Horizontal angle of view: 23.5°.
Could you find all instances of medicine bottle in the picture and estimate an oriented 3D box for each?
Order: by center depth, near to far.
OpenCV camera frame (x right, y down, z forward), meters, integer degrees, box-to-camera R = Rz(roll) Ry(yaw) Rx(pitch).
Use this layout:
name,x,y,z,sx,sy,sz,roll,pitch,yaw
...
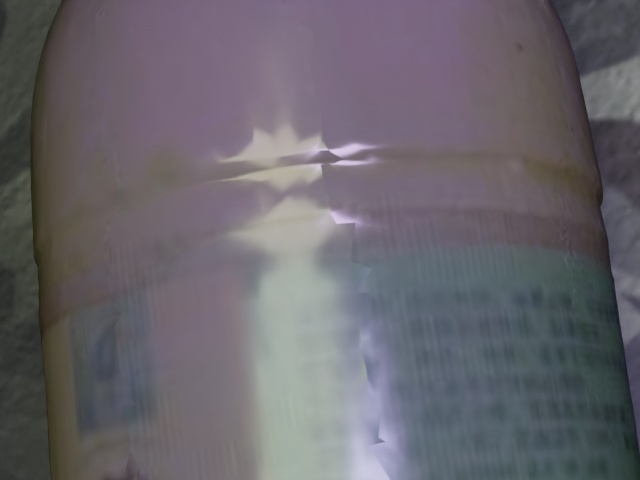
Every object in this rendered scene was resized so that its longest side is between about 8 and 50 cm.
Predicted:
name,x,y,z,sx,sy,sz,roll,pitch,yaw
medicine bottle,0.000,0.000,0.638,0.236,0.236,0.406,-10,76,13
